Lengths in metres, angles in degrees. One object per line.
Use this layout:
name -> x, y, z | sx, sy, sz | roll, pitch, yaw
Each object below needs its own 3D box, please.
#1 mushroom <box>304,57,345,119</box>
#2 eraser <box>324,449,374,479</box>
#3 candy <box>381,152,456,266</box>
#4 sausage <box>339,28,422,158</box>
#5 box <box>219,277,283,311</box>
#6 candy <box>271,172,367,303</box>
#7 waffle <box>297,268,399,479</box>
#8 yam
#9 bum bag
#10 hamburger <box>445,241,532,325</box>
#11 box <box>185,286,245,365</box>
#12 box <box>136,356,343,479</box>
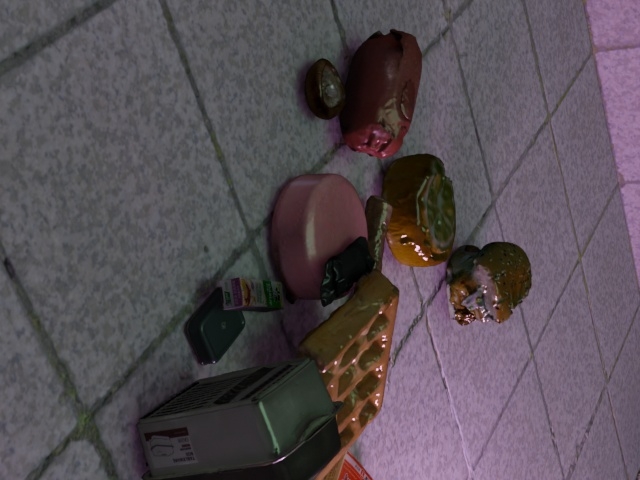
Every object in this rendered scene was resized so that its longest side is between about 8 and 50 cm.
mushroom -> 0.005, -0.293, 2.148 | 0.123, 0.052, 0.123 | 25, 61, -60
eraser -> 0.040, 0.552, 2.194 | 0.157, 0.038, 0.230 | 56, 44, -42
candy -> 0.222, -0.066, 2.433 | 0.260, 0.118, 0.259 | 3, 87, -61
sausage -> 0.124, -0.297, 2.247 | 0.152, 0.152, 0.279 | 37, 59, -52
box -> -0.116, 0.095, 1.907 | 0.207, 0.041, 0.049 | 14, 67, -71
candy -> 0.000, 0.000, 2.090 | 0.255, 0.094, 0.255 | 3, 87, -59
waffle -> 0.041, 0.259, 2.054 | 0.304, 0.078, 0.348 | -38, 143, -47
yam -> 0.103, 0.055, 2.285 | 0.066, 0.066, 0.299 | 23, 71, -56
bum bag -> 0.053, 0.054, 2.036 | 0.198, 0.049, 0.087 | -33, 122, -56
hamburger -> 0.402, 0.087, 2.668 | 0.288, 0.168, 0.192 | -37, 122, -52
box -> -0.174, 0.144, 1.864 | 0.126, 0.031, 0.091 | -51, 131, -48
box -> -0.121, 0.300, 1.708 | 0.221, 0.291, 0.166 | -32, 104, -55
